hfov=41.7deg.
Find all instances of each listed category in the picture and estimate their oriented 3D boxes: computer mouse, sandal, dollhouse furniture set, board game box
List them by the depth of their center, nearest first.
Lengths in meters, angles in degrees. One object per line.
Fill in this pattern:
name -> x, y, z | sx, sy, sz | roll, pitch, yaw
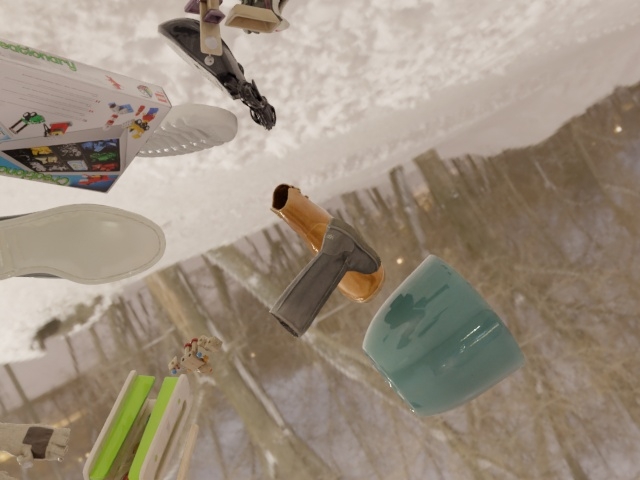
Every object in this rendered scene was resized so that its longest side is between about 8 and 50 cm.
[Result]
dollhouse furniture set -> -0.091, -0.250, 0.998 | 0.114, 0.081, 0.091 | 2, 167, -32
board game box -> -0.383, -0.166, 1.178 | 0.305, 0.053, 0.193 | 9, 132, -50
computer mouse -> -0.180, -0.322, 1.527 | 0.072, 0.272, 0.188 | -49, 168, -2
sandal -> -0.315, -0.224, 1.570 | 0.416, 0.102, 0.169 | 1, 168, 33

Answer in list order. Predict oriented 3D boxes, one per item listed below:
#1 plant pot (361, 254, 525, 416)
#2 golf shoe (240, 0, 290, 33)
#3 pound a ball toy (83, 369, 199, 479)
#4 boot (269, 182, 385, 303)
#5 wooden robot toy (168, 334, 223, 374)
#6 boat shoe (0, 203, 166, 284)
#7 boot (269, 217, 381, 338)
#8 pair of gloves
plant pot -> 0.227, 0.214, 1.709 | 0.235, 0.293, 0.293 | -39, 178, -5
golf shoe -> -0.106, -0.582, 1.837 | 0.120, 0.273, 0.105 | 8, 180, 14
pound a ball toy -> -0.323, 0.420, 1.674 | 0.208, 0.136, 0.319 | 2, -142, 10
boot -> 0.000, -0.001, 1.679 | 0.104, 0.211, 0.295 | -48, -150, 6
wooden robot toy -> -0.284, 0.281, 2.009 | 0.173, 0.079, 0.076 | -35, -149, 28
boat shoe -> -0.383, 0.002, 1.198 | 0.319, 0.116, 0.099 | -6, -167, -10
boot -> 0.012, 0.084, 1.502 | 0.076, 0.189, 0.209 | 14, -109, 40
pair of gloves -> -0.669, 0.502, 1.852 | 0.204, 0.042, 0.240 | 0, -140, 6
